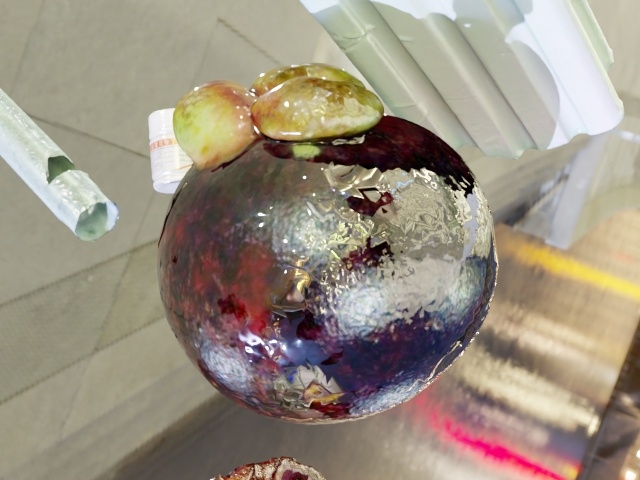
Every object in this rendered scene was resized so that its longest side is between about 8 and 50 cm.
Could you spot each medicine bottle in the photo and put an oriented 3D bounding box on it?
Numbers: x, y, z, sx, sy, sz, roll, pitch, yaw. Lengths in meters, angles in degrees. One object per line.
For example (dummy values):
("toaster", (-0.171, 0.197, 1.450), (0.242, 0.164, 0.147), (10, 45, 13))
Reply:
("medicine bottle", (-0.170, -0.103, 1.156), (0.057, 0.057, 0.089), (30, 53, -71))

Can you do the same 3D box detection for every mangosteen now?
("mangosteen", (0.000, 0.000, 0.785), (0.288, 0.288, 0.288), (-53, 156, -38))

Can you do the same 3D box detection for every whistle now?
("whistle", (-0.356, -0.108, 1.221), (0.062, 0.312, 0.062), (-33, 146, -26))

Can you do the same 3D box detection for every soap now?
("soap", (0.111, -0.182, 0.788), (0.289, 0.172, 0.095), (43, 40, -44))

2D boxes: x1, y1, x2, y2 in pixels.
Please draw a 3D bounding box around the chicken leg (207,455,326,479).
("chicken leg", (-0.056, 0.161, 0.500), (0.093, 0.053, 0.205), (-52, 156, 16))
